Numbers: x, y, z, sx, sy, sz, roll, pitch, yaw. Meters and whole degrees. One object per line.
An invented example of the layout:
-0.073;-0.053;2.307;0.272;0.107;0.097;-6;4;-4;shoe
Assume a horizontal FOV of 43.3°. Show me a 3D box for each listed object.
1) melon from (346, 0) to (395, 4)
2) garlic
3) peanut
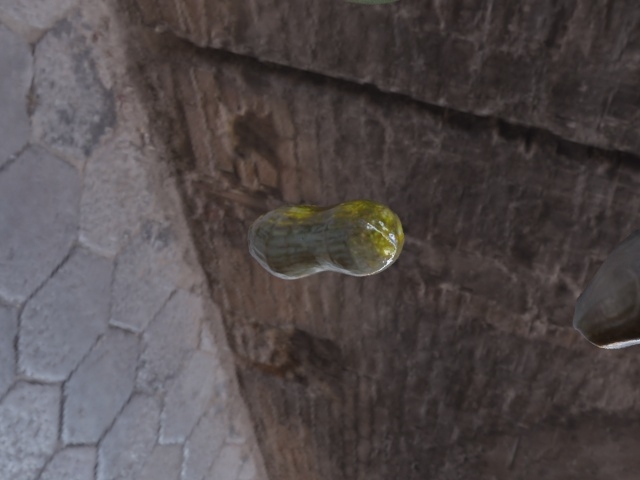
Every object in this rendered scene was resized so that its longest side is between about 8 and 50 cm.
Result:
0.080;-0.458;1.124;0.308;0.272;0.271;-94;-168;-65;melon
0.290;0.019;0.598;0.101;0.196;0.086;93;-24;-66;garlic
0.000;0.000;0.884;0.087;0.207;0.087;2;87;-49;peanut
